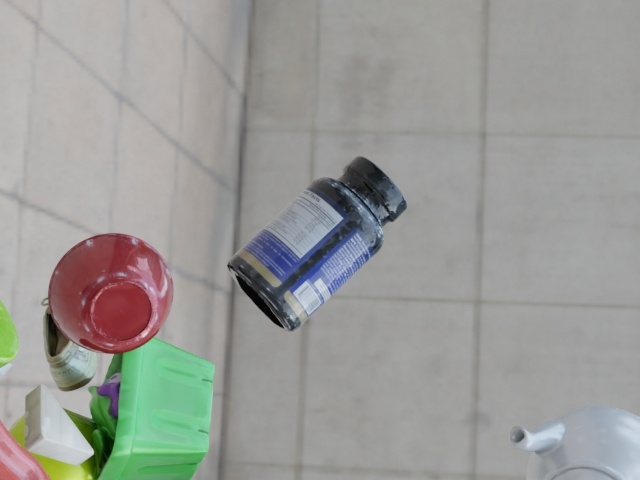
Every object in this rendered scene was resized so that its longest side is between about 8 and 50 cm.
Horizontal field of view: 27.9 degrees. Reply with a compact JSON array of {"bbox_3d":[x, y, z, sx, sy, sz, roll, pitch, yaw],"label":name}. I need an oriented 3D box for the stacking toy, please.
[{"bbox_3d":[-0.365,0.142,1.154,0.309,0.130,0.279,55,9,10],"label":"stacking toy"}]

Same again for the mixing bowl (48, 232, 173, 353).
[{"bbox_3d":[-0.288,0.087,1.820,0.098,0.182,0.181,-146,-126,-69],"label":"mixing bowl"}]

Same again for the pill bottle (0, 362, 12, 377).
[{"bbox_3d":[-0.470,0.187,1.665,0.137,0.078,0.078,-45,163,-7],"label":"pill bottle"}]

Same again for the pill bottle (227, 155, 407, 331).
[{"bbox_3d":[0.000,0.000,1.614,0.219,0.123,0.123,-43,160,-11],"label":"pill bottle"}]

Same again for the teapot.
[{"bbox_3d":[0.424,0.391,1.965,0.187,0.256,0.252,-39,132,-61],"label":"teapot"}]

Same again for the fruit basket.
[{"bbox_3d":[-0.392,0.328,2.186,0.392,0.392,0.282,80,10,-57],"label":"fruit basket"}]

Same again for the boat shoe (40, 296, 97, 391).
[{"bbox_3d":[-0.467,0.155,2.407,0.285,0.105,0.089,-107,175,-52],"label":"boat shoe"}]
